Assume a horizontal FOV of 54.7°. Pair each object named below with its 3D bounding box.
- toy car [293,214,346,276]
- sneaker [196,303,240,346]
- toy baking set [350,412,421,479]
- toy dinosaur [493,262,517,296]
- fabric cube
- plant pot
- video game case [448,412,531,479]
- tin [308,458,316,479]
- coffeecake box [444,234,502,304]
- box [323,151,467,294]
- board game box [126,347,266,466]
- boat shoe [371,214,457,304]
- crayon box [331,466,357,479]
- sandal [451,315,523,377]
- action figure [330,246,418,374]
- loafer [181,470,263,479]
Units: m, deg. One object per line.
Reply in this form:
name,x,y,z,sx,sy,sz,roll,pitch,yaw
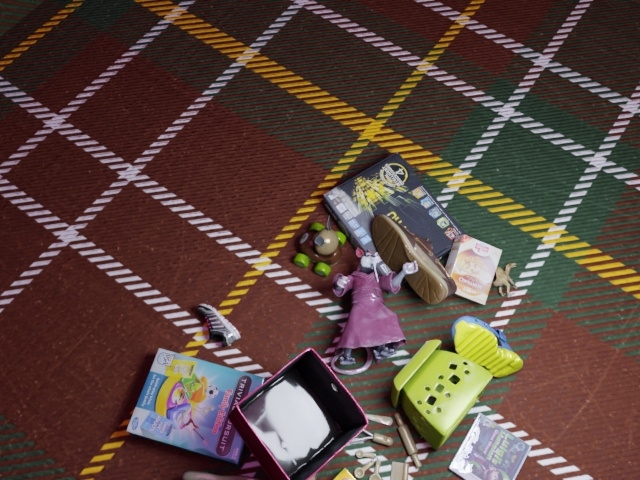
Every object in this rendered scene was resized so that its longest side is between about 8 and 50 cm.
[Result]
toy car,0.000,0.000,1.988,0.148,0.188,0.155,23,66,10
sneaker,-0.331,0.267,1.926,0.170,0.063,0.075,39,64,11
toy baking set,0.173,0.589,1.798,0.196,0.030,0.256,-15,66,-8
toy dinosaur,0.583,0.134,1.985,0.183,0.053,0.093,-32,98,-47
fabric cube,-0.068,0.483,1.664,0.259,0.258,0.254,-35,79,-23
plant pot,0.331,0.430,1.775,0.207,0.227,0.228,39,70,22
video game case,0.490,0.627,1.789,0.173,0.022,0.190,32,68,13
tin,-0.085,0.639,1.769,0.106,0.040,0.190,-29,69,-9
coffeecake box,0.475,0.093,1.968,0.142,0.068,0.186,21,83,-12
box,0.243,-0.066,2.074,0.318,0.097,0.395,-31,71,-12
board game box,-0.357,0.485,1.814,0.335,0.079,0.254,14,65,6
boat shoe,0.295,0.047,1.929,0.123,0.123,0.342,-16,54,-40
crayon box,0.102,0.781,1.678,0.165,0.081,0.278,-41,71,-18
sandal,0.476,0.296,1.834,0.126,0.317,0.138,-34,44,19
action figure,0.155,0.193,1.887,0.247,0.276,0.370,3,57,-6
loafer,-0.256,0.696,1.710,0.268,0.102,0.092,1,66,10
